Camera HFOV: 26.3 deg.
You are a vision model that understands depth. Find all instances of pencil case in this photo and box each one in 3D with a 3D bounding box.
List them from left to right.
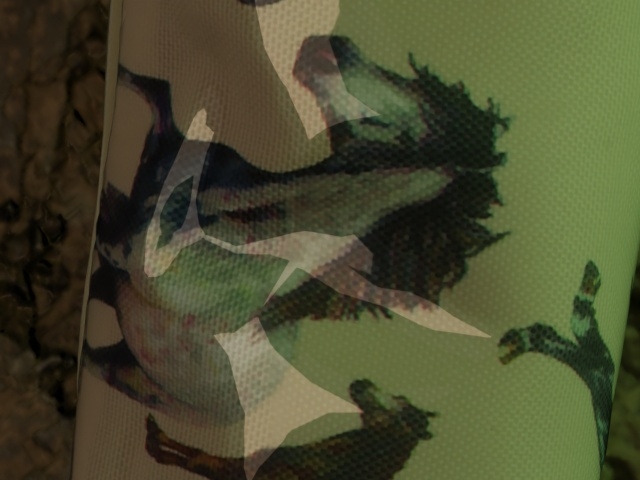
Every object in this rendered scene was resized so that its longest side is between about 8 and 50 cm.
[{"bbox_3d":[0.000,0.000,0.403,0.183,0.160,0.410,8,98,4],"label":"pencil case"}]
